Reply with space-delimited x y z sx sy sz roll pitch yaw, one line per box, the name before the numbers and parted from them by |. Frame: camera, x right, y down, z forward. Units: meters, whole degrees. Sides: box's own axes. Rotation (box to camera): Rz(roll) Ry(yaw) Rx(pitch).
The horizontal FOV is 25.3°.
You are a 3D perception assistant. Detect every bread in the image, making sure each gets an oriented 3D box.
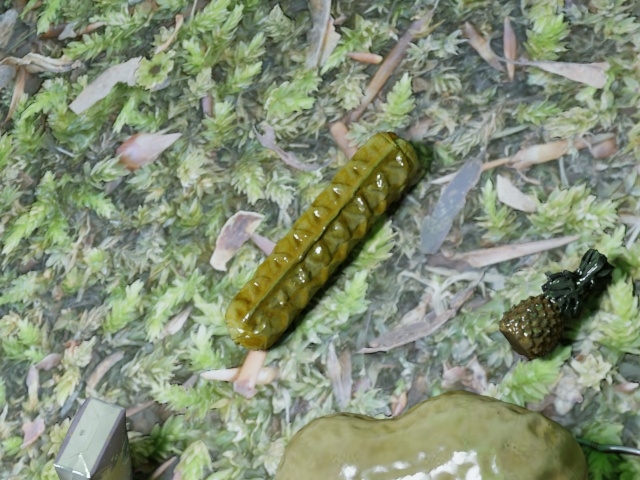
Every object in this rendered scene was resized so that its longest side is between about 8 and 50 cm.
bread | 0.001 0.000 1.954 0.367 0.084 0.077 -50 10 -5

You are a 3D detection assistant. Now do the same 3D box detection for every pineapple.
pineapple | 0.294 0.075 1.751 0.159 0.074 0.074 -43 50 -7

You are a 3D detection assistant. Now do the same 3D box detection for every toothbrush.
toothbrush | 0.345 0.244 1.647 0.193 0.013 0.019 4 69 31

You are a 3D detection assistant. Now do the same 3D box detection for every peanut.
peanut | 0.120 0.266 1.660 0.387 0.169 0.192 -6 52 27

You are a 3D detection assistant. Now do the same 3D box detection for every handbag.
handbag | -0.302 0.297 1.889 0.095 0.173 0.117 18 56 12
